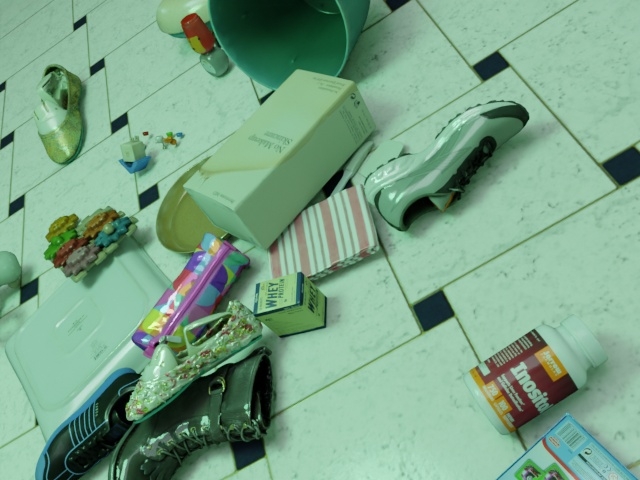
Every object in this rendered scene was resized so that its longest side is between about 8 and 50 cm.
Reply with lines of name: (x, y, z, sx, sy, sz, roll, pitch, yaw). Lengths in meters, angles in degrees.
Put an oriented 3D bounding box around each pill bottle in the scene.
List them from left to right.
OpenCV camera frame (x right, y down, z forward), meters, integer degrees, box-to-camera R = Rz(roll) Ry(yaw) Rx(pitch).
pill bottle: (0.253, 0.154, 0.815, 0.152, 0.086, 0.086, -36, 45, 6)

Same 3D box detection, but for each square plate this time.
square plate: (-0.435, 0.164, 1.293, 0.347, 0.049, 0.344, -47, 45, -5)

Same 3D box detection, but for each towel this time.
towel: (0.000, 0.000, 1.130, 0.197, 0.029, 0.144, -26, 47, 18)

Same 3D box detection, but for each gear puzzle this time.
gear puzzle: (-0.503, -0.019, 1.443, 0.175, 0.044, 0.339, -46, 32, -18)

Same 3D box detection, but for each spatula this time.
spatula: (0.028, -0.082, 1.190, 0.168, 0.019, 0.242, 18, 69, 40)

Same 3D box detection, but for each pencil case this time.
pencil case: (-0.215, 0.101, 1.154, 0.104, 0.104, 0.236, 15, 65, 40)

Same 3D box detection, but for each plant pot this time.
plant pot: (-0.213, -0.069, 1.332, 0.236, 0.032, 0.236, -18, 50, 23)
plant pot: (-0.036, -0.473, 1.353, 0.293, 0.293, 0.235, -1, 42, 33)

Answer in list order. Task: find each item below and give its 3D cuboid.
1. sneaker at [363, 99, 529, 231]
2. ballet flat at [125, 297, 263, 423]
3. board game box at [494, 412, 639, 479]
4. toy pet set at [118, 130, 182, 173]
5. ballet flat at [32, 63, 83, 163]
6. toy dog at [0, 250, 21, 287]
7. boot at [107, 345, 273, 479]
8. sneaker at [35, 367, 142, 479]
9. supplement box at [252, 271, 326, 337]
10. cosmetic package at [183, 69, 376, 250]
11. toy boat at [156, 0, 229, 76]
sneaker: (0.202, -0.110, 1.053, 0.272, 0.100, 0.108, -35, 59, 12)
ballet flat: (-0.196, 0.169, 1.026, 0.241, 0.077, 0.091, -34, 13, -21)
board game box: (0.246, 0.313, 0.734, 0.211, 0.039, 0.160, -42, 45, -1)
toy pet set: (-0.379, -0.195, 1.534, 0.122, 0.065, 0.114, 8, 28, 34)
ballet flat: (-0.686, -0.339, 1.791, 0.123, 0.123, 0.348, -27, 47, 14)
toy dog: (-0.787, 0.166, 1.486, 0.334, 0.161, 0.220, -16, 46, 4)
boot: (-0.178, 0.282, 1.003, 0.229, 0.091, 0.262, -14, 49, 26)
sneaker: (-0.359, 0.311, 1.105, 0.090, 0.081, 0.232, 17, 67, 52)
supplement box: (-0.046, 0.099, 1.056, 0.083, 0.083, 0.056, -16, 50, 23)
cosmetic package: (-0.067, -0.147, 1.201, 0.160, 0.113, 0.309, 24, 65, 43)
toy boat: (-0.267, -0.521, 1.648, 0.268, 0.148, 0.318, -19, 41, 14)
